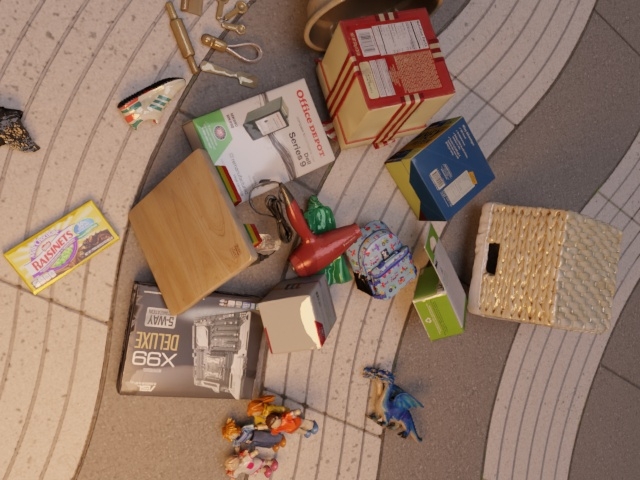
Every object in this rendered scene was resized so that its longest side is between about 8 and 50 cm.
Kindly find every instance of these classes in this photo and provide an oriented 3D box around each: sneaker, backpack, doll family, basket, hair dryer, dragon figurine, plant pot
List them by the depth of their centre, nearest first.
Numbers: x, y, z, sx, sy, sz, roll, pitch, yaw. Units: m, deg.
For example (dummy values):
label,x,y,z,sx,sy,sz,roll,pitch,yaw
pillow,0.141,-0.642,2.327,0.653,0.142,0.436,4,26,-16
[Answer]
label,x,y,z,sx,sy,sz,roll,pitch,yaw
sneaker,-0.637,-0.248,1.131,0.089,0.051,0.170,-24,107,-22
sneaker,-0.363,-0.303,1.259,0.161,0.057,0.075,-35,123,-21
hair dryer,-0.036,-0.013,1.317,0.293,0.080,0.224,4,122,-24
plant pot,0.085,-0.654,1.323,0.333,0.333,0.306,-14,87,-24
doll family,-0.144,0.456,1.363,0.163,0.118,0.263,27,113,-35
backpack,0.153,0.043,1.457,0.158,0.116,0.173,-33,122,-19
dragon figurine,0.219,0.451,1.546,0.289,0.085,0.144,35,79,-21
basket,0.625,0.078,1.587,0.331,0.266,0.329,12,86,-36

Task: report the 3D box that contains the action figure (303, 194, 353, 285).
label,x,y,z,sx,sy,sz,roll,pitch,yaw
action figure,0.000,0.000,1.432,0.137,0.063,0.233,-12,102,-22

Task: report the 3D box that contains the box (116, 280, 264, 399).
label,x,y,z,sx,sy,sz,roll,pitch,yaw
box,-0.290,0.232,1.301,0.307,0.076,0.243,11,88,-26

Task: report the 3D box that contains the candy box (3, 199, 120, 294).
label,x,y,z,sx,sy,sz,roll,pitch,yaw
candy box,-0.543,0.012,1.199,0.205,0.027,0.105,-38,104,-19

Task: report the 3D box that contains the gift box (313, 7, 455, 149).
label,x,y,z,sx,sy,sz,roll,pitch,yaw
gift box,0.120,-0.375,1.344,0.276,0.258,0.255,-10,80,-14

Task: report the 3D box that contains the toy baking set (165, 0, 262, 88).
label,x,y,z,sx,sy,sz,roll,pitch,yaw
toy baking set,-0.238,-0.469,1.314,0.196,0.030,0.257,-21,101,-23

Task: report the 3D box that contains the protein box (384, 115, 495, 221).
label,x,y,z,sx,sy,sz,roll,pitch,yaw
protein box,0.322,-0.190,1.532,0.201,0.136,0.200,-40,108,-18

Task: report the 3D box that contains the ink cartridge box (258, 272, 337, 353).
label,x,y,z,sx,sy,sz,roll,pitch,yaw
ink cartridge box,-0.049,0.169,1.339,0.127,0.176,0.128,-11,100,16

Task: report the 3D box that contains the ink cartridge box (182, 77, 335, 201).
label,x,y,z,sx,sy,sz,roll,pitch,yaw
ink cartridge box,-0.140,-0.228,1.321,0.289,0.121,0.211,-28,104,-21

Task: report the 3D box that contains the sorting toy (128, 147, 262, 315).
label,x,y,z,sx,sy,sz,roll,pitch,yaw
sorting toy,-0.256,-0.014,1.201,0.089,0.255,0.257,-6,65,-59

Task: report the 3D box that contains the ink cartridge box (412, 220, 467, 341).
label,x,y,z,sx,sy,sz,roll,pitch,yaw
ink cartridge box,0.295,0.103,1.504,0.255,0.096,0.189,62,25,-14
